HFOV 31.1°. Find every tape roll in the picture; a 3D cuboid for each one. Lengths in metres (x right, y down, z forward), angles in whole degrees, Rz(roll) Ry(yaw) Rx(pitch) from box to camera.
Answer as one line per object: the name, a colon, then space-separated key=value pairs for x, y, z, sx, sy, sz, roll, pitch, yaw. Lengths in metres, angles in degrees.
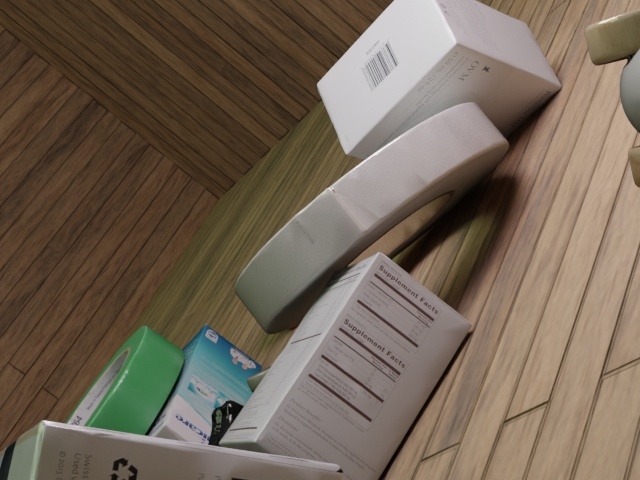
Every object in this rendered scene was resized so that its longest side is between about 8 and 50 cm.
tape roll: x=-0.332 y=0.282 z=1.759 sx=0.321 sy=0.077 sz=0.321 roll=-50 pitch=11 yaw=13
tape roll: x=0.066 y=-0.024 z=1.442 sx=0.392 sy=0.072 sz=0.392 roll=-37 pitch=-8 yaw=-6

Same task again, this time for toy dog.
toy dog: x=0.330 y=-0.129 z=0.892 sx=0.161 sy=0.220 sz=0.333 roll=-19 pitch=22 yaw=1

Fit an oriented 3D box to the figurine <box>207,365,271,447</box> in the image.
figurine: x=-0.075 y=0.274 z=1.420 sx=0.215 sy=0.092 sz=0.209 roll=-41 pitch=23 yaw=39

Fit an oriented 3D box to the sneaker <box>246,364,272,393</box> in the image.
sneaker: x=0.029 y=0.171 z=1.353 sx=0.222 sy=0.118 sz=0.083 roll=-24 pitch=-2 yaw=-26

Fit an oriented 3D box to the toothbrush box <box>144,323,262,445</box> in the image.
toothbrush box: x=-0.221 y=0.302 z=1.772 sx=0.216 sy=0.126 sz=0.295 roll=-47 pitch=13 yaw=24

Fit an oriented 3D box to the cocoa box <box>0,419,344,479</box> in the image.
cocoa box: x=-0.141 y=0.326 z=0.797 sx=0.228 sy=0.232 sz=0.347 roll=-34 pitch=47 yaw=57

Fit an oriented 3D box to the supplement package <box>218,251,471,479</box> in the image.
supplement package: x=0.027 y=0.154 z=1.231 sx=0.244 sy=0.134 sz=0.139 roll=-55 pitch=11 yaw=-20

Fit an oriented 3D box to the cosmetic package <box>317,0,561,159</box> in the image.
cosmetic package: x=0.162 y=-0.210 z=1.572 sx=0.224 sy=0.225 sz=0.138 roll=-44 pitch=52 yaw=33
